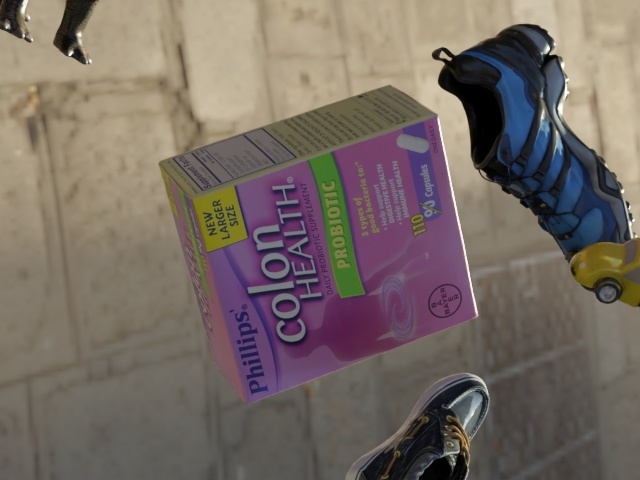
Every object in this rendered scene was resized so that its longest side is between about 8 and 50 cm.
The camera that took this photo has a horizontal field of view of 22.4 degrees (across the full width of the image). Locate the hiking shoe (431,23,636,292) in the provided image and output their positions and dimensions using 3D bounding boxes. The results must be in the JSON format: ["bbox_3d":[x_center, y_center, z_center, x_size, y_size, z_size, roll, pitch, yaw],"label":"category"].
[{"bbox_3d":[0.221,-0.074,1.709,0.132,0.113,0.304,-22,83,-27],"label":"hiking shoe"}]

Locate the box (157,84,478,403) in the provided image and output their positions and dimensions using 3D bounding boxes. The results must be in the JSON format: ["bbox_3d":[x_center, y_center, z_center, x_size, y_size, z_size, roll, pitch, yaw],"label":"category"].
[{"bbox_3d":[0.000,0.000,1.510,0.117,0.243,0.213,-135,-151,-62],"label":"box"}]

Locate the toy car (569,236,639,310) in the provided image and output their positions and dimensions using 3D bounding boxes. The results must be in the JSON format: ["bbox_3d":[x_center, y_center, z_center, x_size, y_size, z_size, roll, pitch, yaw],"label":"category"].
[{"bbox_3d":[0.352,0.070,1.370,0.239,0.225,0.053,6,122,-33],"label":"toy car"}]

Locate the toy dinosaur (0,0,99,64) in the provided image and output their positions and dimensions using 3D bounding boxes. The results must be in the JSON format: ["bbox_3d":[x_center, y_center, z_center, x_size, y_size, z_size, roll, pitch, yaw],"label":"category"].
[{"bbox_3d":[-0.184,-0.225,1.098,0.121,0.313,0.160,22,105,-49],"label":"toy dinosaur"}]

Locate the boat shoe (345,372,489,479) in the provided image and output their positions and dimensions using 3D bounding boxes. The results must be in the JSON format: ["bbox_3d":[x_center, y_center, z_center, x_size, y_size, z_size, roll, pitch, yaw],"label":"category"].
[{"bbox_3d":[0.109,0.183,1.427,0.183,0.083,0.065,-39,114,-34],"label":"boat shoe"}]
